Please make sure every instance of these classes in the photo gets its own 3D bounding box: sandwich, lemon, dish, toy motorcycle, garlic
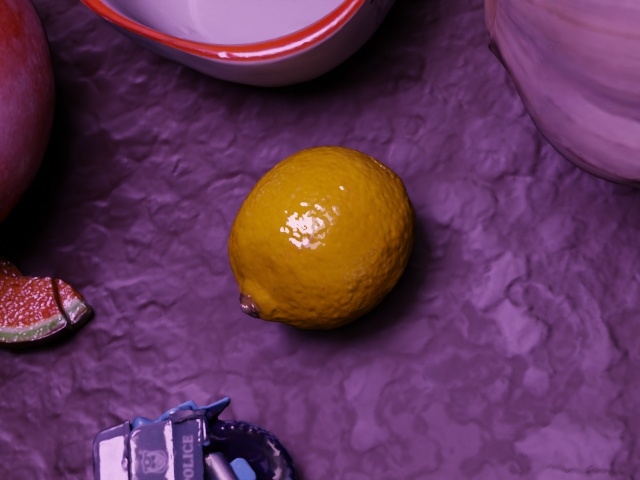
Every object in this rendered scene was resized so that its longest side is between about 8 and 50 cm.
[{"bbox_3d":[-0.221,0.035,1.144,0.135,0.029,0.067,30,77,22],"label":"sandwich"},{"bbox_3d":[0.000,0.000,1.057,0.109,0.109,0.133,35,69,22],"label":"lemon"},{"bbox_3d":[-0.038,-0.211,1.129,0.256,0.117,0.256,-4,72,13],"label":"dish"},{"bbox_3d":[-0.095,0.229,1.010,0.182,0.123,0.272,-2,73,-9],"label":"toy motorcycle"},{"bbox_3d":[0.218,-0.171,0.951,0.259,0.317,0.317,-1,72,1],"label":"garlic"}]

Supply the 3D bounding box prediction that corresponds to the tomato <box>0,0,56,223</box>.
[{"bbox_3d":[-0.298,-0.107,1.072,0.270,0.270,0.227,42,125,22],"label":"tomato"}]
